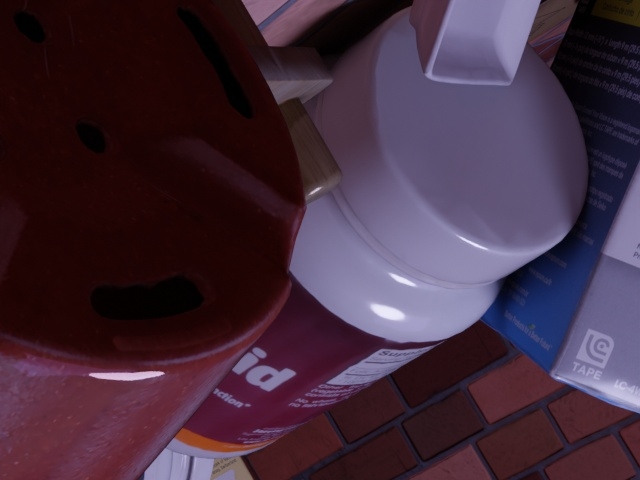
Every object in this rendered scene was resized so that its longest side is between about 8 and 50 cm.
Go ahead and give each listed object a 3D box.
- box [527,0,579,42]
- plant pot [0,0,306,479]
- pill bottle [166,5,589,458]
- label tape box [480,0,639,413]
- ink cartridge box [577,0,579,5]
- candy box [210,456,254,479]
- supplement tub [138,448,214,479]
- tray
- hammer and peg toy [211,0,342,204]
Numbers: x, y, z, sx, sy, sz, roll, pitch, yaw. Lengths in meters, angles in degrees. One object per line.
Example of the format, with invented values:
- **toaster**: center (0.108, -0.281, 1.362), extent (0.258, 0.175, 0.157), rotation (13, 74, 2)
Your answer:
- **box**: center (0.165, -0.188, 1.696), extent (0.164, 0.021, 0.201), rotation (-31, 176, 6)
- **plant pot**: center (-0.159, 0.025, 0.606), extent (0.265, 0.272, 0.272), rotation (-44, 169, 34)
- **pill bottle**: center (0.000, 0.000, 1.405), extent (0.224, 0.224, 0.392), rotation (-26, 173, -42)
- **label tape box**: center (0.237, -0.073, 1.371), extent (0.348, 0.115, 0.249), rotation (-66, -165, 6)
- **ink cartridge box**: center (0.378, -0.246, 1.625), extent (0.309, 0.130, 0.272), rotation (-35, 175, 4)
- **candy box**: center (-0.170, 0.207, 1.950), extent (0.087, 0.316, 0.183), rotation (-27, 174, -28)
- **supplement tub**: center (-0.241, 0.166, 1.533), extent (0.272, 0.191, 0.191), rotation (-8, 161, -40)
- **tray**: center (0.103, -0.167, 1.153), extent (0.270, 0.030, 0.145), rotation (-14, 124, -74)
- **hammer and peg toy**: center (-0.177, 0.008, 0.964), extent (0.361, 0.127, 0.266), rotation (-32, 175, 17)
